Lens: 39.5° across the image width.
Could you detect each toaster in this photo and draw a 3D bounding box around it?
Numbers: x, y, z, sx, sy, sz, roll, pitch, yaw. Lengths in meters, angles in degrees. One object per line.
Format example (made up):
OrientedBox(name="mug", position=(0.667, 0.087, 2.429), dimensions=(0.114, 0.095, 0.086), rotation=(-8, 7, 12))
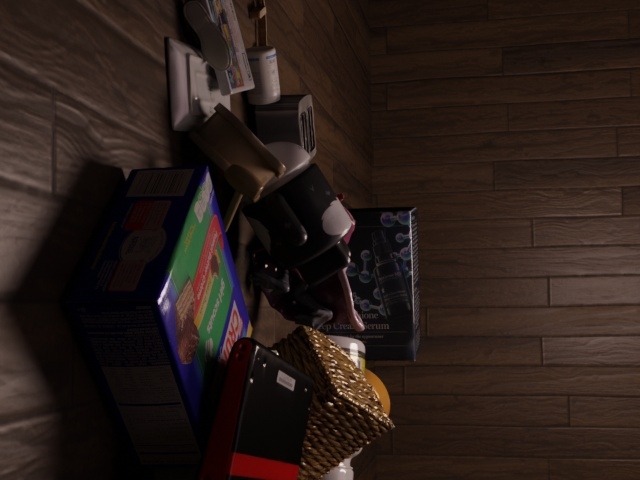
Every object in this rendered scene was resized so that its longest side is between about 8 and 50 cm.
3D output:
OrientedBox(name="toaster", position=(-0.079, -0.233, 1.905), dimensions=(0.168, 0.110, 0.185), rotation=(-60, 146, -72))

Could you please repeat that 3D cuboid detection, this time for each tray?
OrientedBox(name="tray", position=(-0.197, -0.253, 1.500), dimensions=(0.270, 0.030, 0.145), rotation=(-26, 115, -78))

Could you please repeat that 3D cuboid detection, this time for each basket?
OrientedBox(name="basket", position=(-0.033, 0.325, 1.805), dimensions=(0.299, 0.223, 0.213), rotation=(41, 14, -52))

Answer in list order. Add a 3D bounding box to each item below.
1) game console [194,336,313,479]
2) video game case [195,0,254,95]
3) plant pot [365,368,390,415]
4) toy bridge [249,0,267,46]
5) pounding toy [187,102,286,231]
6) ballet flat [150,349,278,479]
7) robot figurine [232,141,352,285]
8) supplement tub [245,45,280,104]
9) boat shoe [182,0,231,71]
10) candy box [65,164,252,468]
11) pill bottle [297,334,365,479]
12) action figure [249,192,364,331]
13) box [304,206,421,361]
OrientedBox(name="game console", position=(-0.100, 0.335, 1.282), dimensions=(0.386, 0.060, 0.342), rotation=(56, 43, -70))
OrientedBox(name="video game case", position=(-0.170, -0.359, 1.569), dimensions=(0.183, 0.023, 0.201), rotation=(-57, 134, -75))
OrientedBox(name="plant pot", position=(0.057, 0.458, 2.361), dimensions=(0.188, 0.205, 0.205), rotation=(-32, 121, -60))
OrientedBox(name="toy bridge", position=(-0.131, -0.482, 1.887), dimensions=(0.063, 0.026, 0.188), rotation=(-73, 159, -62))
OrientedBox(name="pounding toy", position=(-0.162, -0.119, 1.484), dimensions=(0.154, 0.155, 0.269), rotation=(44, -2, -3))
OrientedBox(name="ballet flat", position=(-0.146, 0.262, 1.414), dimensions=(0.409, 0.147, 0.147), rotation=(-60, 147, -71))
OrientedBox(name="robot figurine", position=(-0.053, -0.053, 1.707), dimensions=(0.173, 0.209, 0.278), rotation=(-37, 100, -30))
OrientedBox(name="supplement tub", position=(-0.120, -0.335, 1.806), dimensions=(0.071, 0.071, 0.107), rotation=(-68, 155, -65))
OrientedBox(name="boat shoe", position=(-0.186, -0.336, 1.461), dimensions=(0.125, 0.046, 0.038), rotation=(57, 3, -20))
OrientedBox(name="candy box", position=(-0.198, 0.104, 1.192), dimensions=(0.268, 0.122, 0.317), rotation=(-79, 165, -48))
OrientedBox(name="pill bottle", position=(0.008, 0.399, 2.077), dimensions=(0.188, 0.188, 0.334), rotation=(58, 33, -70))
OrientedBox(name="action figure", position=(0.000, 0.000, 1.931), dimensions=(0.370, 0.276, 0.248), rotation=(-59, 142, -46))
OrientedBox(name="box", position=(0.113, 0.112, 2.386), dimensions=(0.212, 0.294, 0.395), rotation=(-22, 110, -79))
